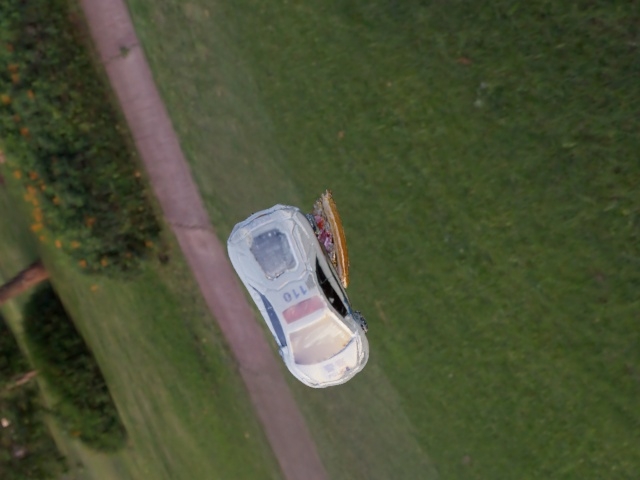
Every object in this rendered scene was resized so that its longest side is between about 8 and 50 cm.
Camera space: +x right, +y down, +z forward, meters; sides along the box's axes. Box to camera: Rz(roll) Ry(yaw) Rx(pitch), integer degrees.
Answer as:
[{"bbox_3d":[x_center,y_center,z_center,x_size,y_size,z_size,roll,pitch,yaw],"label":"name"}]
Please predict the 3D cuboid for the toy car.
[{"bbox_3d":[-0.019,0.060,1.014,0.056,0.095,0.204,-99,-17,-77],"label":"toy car"}]

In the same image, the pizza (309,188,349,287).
[{"bbox_3d":[0.006,0.006,1.088,0.100,0.029,0.099,123,129,-65],"label":"pizza"}]
